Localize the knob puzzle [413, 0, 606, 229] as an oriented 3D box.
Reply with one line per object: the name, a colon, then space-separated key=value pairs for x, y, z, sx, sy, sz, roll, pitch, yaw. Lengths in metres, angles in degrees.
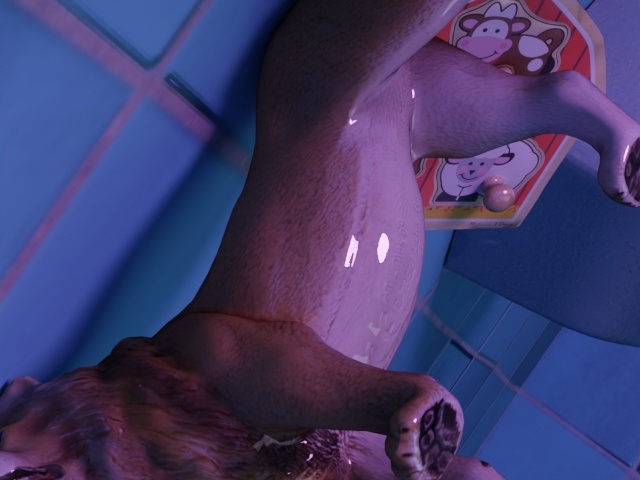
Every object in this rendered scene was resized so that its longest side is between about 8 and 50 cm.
knob puzzle: x=0.079 y=-0.067 z=0.708 sx=0.213 sy=0.030 sz=0.213 roll=-13 pitch=142 yaw=-11

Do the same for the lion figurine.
lion figurine: x=0.000 y=0.000 z=0.575 sx=0.142 sy=0.240 sz=0.392 roll=46 pitch=63 yaw=-41

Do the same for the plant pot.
plant pot: x=0.300 y=-0.049 z=1.158 sx=0.248 sy=0.252 sz=0.247 roll=-46 pitch=161 yaw=-30
